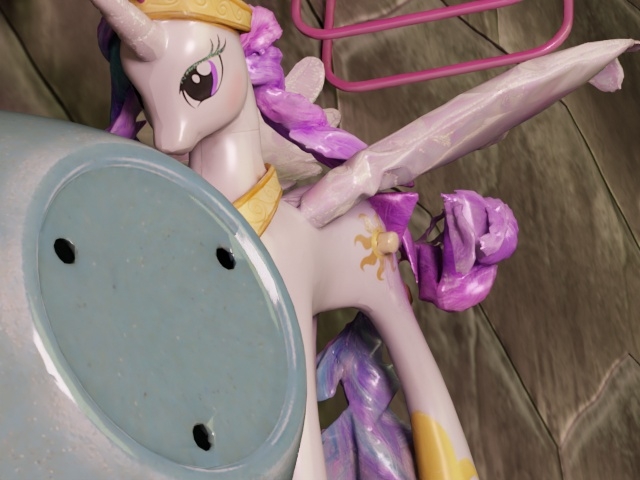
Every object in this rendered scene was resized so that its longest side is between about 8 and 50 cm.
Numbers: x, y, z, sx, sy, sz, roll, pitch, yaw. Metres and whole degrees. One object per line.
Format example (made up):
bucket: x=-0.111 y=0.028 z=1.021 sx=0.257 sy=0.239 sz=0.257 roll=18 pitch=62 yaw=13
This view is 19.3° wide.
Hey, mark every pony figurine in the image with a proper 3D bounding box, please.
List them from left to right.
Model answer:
pony figurine: x=0.000 y=0.000 z=1.031 sx=0.351 sy=0.303 sz=0.363 roll=-15 pitch=97 yaw=-58

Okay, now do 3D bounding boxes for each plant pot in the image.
plant pot: x=-0.119 y=0.065 z=0.714 sx=0.290 sy=0.195 sz=0.290 roll=30 pitch=45 yaw=-35

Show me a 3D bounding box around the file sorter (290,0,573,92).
file sorter: x=0.048 y=-0.261 z=1.273 sx=0.290 sy=0.202 sz=0.182 roll=60 pitch=27 yaw=-49
